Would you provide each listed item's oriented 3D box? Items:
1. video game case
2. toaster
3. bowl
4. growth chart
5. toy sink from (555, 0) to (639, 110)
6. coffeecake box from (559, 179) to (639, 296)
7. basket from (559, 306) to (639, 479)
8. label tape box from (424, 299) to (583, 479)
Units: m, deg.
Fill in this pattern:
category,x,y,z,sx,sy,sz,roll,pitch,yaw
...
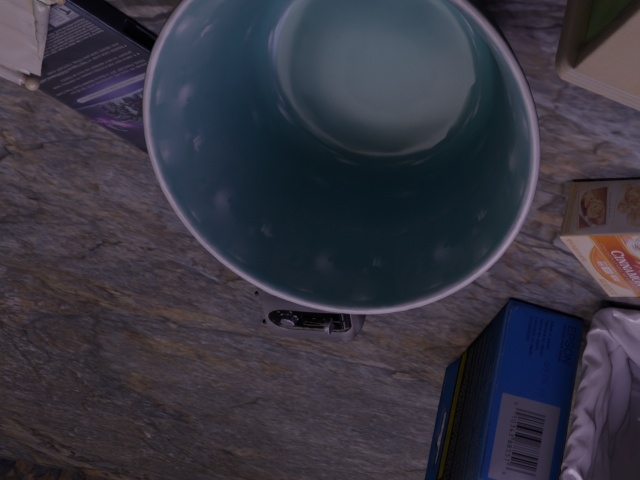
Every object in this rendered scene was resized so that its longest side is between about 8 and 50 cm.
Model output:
category,x,y,z,sx,sy,sz,roll,pitch,yaw
video game case,-0.204,-0.164,1.411,0.274,0.026,0.196,30,154,-34
toaster,0.000,0.000,1.487,0.110,0.185,0.168,9,149,11
bowl,0.031,-0.114,1.099,0.312,0.163,0.311,8,123,13
growth chart,-0.324,-0.225,1.302,0.172,0.021,0.237,29,152,-7
toy sink,0.248,-0.172,0.921,0.131,0.152,0.234,20,159,-10
coffeecake box,0.356,-0.001,1.369,0.186,0.068,0.142,-1,152,35
basket,0.464,0.289,1.666,0.328,0.331,0.266,10,163,14
label tape box,0.234,0.247,1.819,0.106,0.240,0.333,15,159,-3
